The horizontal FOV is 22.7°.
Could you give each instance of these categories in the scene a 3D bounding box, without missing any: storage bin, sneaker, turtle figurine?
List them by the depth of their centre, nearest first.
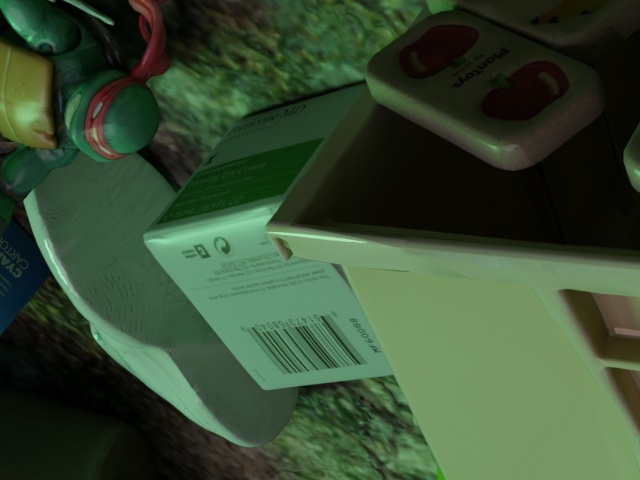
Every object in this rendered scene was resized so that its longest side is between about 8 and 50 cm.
[{"bbox_3d":[0.174,-0.037,0.385,0.260,0.262,0.123,5,136,34],"label":"storage bin"},{"bbox_3d":[-0.151,-0.070,0.725,0.234,0.118,0.175,21,110,39],"label":"turtle figurine"},{"bbox_3d":[-0.102,0.029,0.844,0.094,0.080,0.212,7,138,50],"label":"sneaker"}]

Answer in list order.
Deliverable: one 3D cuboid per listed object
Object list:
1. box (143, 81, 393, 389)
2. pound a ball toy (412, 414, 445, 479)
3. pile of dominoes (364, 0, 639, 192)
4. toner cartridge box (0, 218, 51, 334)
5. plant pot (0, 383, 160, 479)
[{"bbox_3d":[0.000,0.000,0.712,0.101,0.087,0.102,-12,123,45],"label":"box"},{"bbox_3d":[0.176,0.075,0.635,0.135,0.208,0.319,4,169,-32],"label":"pound a ball toy"},{"bbox_3d":[0.125,-0.105,0.356,0.196,0.251,0.040,5,136,35],"label":"pile of dominoes"},{"bbox_3d":[-0.320,-0.046,0.850,0.348,0.165,0.075,47,142,-17],"label":"toner cartridge box"},{"bbox_3d":[-0.226,0.184,1.003,0.229,0.263,0.263,-2,133,14],"label":"plant pot"}]
